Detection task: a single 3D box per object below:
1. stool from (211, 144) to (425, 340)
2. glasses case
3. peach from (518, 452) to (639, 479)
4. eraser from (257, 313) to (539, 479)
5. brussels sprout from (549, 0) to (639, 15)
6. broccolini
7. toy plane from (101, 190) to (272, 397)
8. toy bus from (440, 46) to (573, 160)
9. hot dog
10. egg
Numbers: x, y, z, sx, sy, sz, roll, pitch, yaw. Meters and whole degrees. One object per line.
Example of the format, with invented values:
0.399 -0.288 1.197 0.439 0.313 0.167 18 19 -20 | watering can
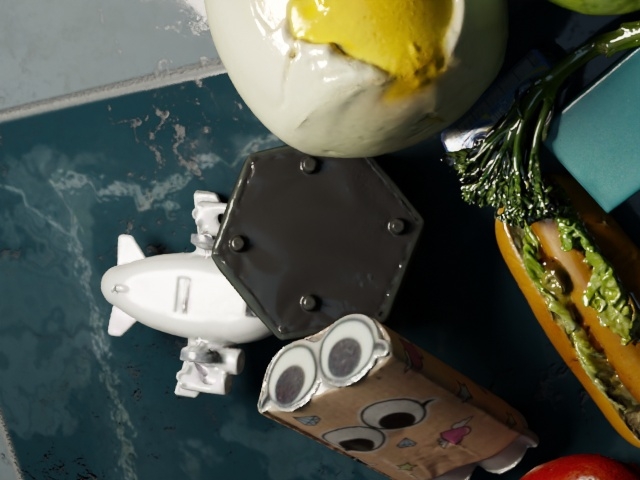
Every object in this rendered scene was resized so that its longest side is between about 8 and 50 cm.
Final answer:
0.000 0.000 1.324 0.232 0.141 0.232 0 88 0 | stool
0.357 -0.159 1.179 0.117 0.070 0.301 48 125 -1 | glasses case
0.283 0.320 1.332 0.197 0.197 0.197 7 110 21 | peach
0.090 0.182 1.320 0.171 0.087 0.290 -27 140 29 | eraser
0.285 -0.322 1.098 0.271 0.219 0.210 -6 122 4 | brussels sprout
0.241 -0.109 1.190 0.271 0.062 0.123 -41 81 33 | broccolini
-0.150 0.065 1.463 0.252 0.118 0.252 -1 88 21 | toy plane
0.194 -0.136 1.287 0.153 0.051 0.061 -42 76 29 | toy bus
0.293 0.071 1.283 0.135 0.100 0.337 -32 93 29 | hot dog
0.025 -0.240 1.191 0.283 0.283 0.345 -44 60 28 | egg
